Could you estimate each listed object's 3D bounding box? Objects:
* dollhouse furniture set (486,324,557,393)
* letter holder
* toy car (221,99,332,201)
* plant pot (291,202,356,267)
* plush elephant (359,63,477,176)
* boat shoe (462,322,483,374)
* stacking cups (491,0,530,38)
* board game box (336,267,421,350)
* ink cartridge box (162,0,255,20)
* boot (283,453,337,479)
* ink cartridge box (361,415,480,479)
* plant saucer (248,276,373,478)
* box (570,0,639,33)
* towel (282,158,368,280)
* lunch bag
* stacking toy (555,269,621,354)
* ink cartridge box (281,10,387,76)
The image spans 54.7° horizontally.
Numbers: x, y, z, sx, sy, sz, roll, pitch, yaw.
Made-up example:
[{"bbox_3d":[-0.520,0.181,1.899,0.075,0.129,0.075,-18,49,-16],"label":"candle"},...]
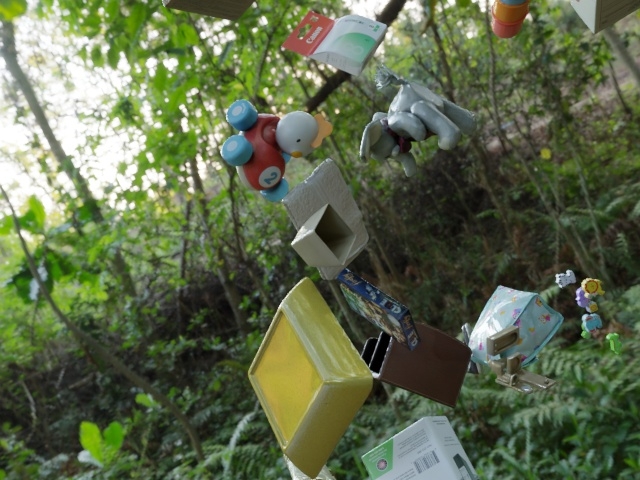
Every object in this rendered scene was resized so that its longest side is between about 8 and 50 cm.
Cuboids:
[{"bbox_3d":[0.545,0.326,1.677,0.144,0.151,0.123,-16,19,-35],"label":"dollhouse furniture set"},{"bbox_3d":[0.305,0.377,1.984,0.152,0.302,0.214,-2,66,66],"label":"letter holder"},{"bbox_3d":[-0.083,-0.237,1.535,0.238,0.210,0.219,-10,-30,25],"label":"toy car"},{"bbox_3d":[0.000,0.000,1.413,0.096,0.109,0.109,-24,26,37],"label":"plant pot"},{"bbox_3d":[0.234,-0.305,1.761,0.255,0.330,0.272,-57,-4,32],"label":"plush elephant"},{"bbox_3d":[0.560,0.413,2.343,0.065,0.206,0.075,-13,11,27],"label":"boat shoe"},{"bbox_3d":[0.372,-0.502,1.175,0.096,0.096,0.316,-26,-15,4],"label":"stacking cups"},{"bbox_3d":[0.156,0.186,1.689,0.042,0.165,0.243,-44,48,-16],"label":"board game box"},{"bbox_3d":[-0.254,-0.648,1.527,0.193,0.088,0.235,-32,-14,38],"label":"ink cartridge box"},{"bbox_3d":[0.030,0.663,1.678,0.095,0.262,0.203,-66,21,10],"label":"boot"},{"bbox_3d":[0.260,0.595,1.460,0.211,0.289,0.122,-39,-32,22],"label":"ink cartridge box"},{"bbox_3d":[-0.053,0.306,1.391,0.081,0.332,0.332,4,-55,-36],"label":"plant saucer"},{"bbox_3d":[0.720,-0.658,1.541,0.149,0.126,0.232,-30,-24,11],"label":"box"},{"bbox_3d":[0.022,-0.048,1.621,0.049,0.282,0.187,10,47,48],"label":"towel"},{"bbox_3d":[0.592,0.292,1.945,0.262,0.160,0.223,-53,12,-7],"label":"lunch bag"},{"bbox_3d":[0.728,0.192,1.688,0.052,0.221,0.167,-22,8,-2],"label":"stacking toy"},{"bbox_3d":[0.038,-0.533,1.613,0.181,0.225,0.056,-60,-9,-33],"label":"ink cartridge box"}]
